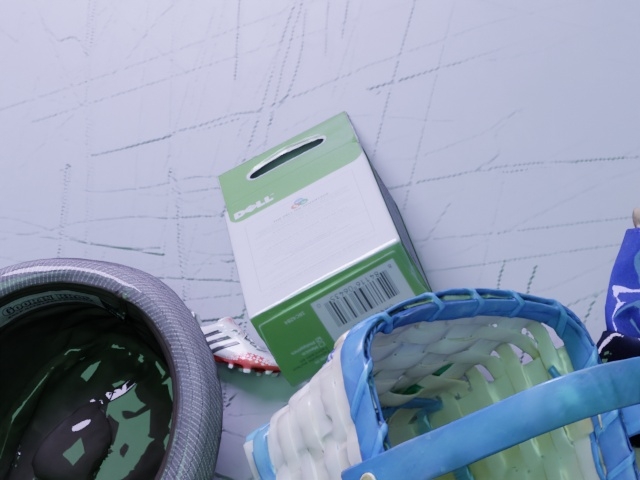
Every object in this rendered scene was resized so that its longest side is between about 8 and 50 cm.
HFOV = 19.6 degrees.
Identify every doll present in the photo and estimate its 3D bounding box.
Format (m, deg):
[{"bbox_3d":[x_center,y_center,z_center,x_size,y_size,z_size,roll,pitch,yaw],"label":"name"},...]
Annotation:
[{"bbox_3d":[0.221,0.078,1.207,0.129,0.046,0.189,12,79,17],"label":"doll"}]

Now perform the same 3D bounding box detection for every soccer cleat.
[{"bbox_3d":[-0.059,0.072,1.285,0.083,0.029,0.035,12,84,21],"label":"soccer cleat"}]

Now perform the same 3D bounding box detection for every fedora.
[{"bbox_3d":[-0.184,0.148,1.244,0.244,0.124,0.275,22,74,15],"label":"fedora"}]

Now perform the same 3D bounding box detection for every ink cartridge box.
[{"bbox_3d":[0.000,0.000,1.246,0.109,0.062,0.209,-28,28,5],"label":"ink cartridge box"}]

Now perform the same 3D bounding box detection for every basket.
[{"bbox_3d":[0.112,0.120,1.086,0.289,0.255,0.201,-24,76,38],"label":"basket"}]
